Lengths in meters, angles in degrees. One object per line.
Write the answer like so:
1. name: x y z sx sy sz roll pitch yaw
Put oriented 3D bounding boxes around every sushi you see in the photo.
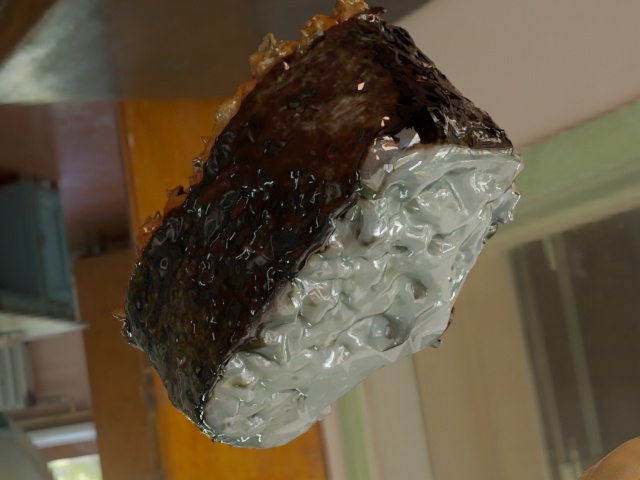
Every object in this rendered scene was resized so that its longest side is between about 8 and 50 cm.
1. sushi: 0.000 0.000 1.023 0.348 0.207 0.234 -50 145 17

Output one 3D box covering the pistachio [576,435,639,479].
1. pistachio: 0.275 0.271 0.946 0.187 0.299 0.187 -32 -164 10
